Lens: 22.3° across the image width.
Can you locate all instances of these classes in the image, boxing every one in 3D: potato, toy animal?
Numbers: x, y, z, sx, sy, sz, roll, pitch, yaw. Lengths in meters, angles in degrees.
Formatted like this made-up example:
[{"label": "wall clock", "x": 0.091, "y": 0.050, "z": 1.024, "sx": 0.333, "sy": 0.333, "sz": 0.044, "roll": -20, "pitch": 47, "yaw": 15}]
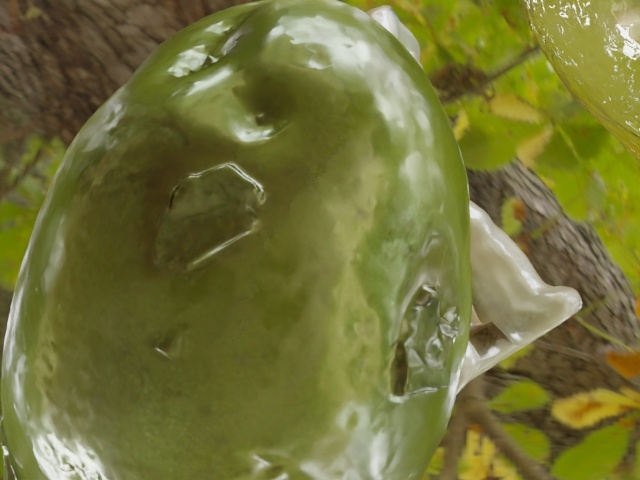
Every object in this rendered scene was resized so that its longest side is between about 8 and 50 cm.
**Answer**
[{"label": "potato", "x": -0.031, "y": 0.035, "z": 0.552, "sx": 0.149, "sy": 0.186, "sz": 0.253, "roll": 10, "pitch": -64, "yaw": -9}, {"label": "toy animal", "x": 0.002, "y": -0.003, "z": 0.723, "sx": 0.104, "sy": 0.184, "sz": 0.185, "roll": -33, "pitch": -95, "yaw": -31}]

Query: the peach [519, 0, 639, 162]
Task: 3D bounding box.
[{"label": "peach", "x": 0.266, "y": -0.142, "z": 0.840, "sx": 0.316, "sy": 0.314, "sz": 0.281, "roll": 22, "pitch": -94, "yaw": 49}]
